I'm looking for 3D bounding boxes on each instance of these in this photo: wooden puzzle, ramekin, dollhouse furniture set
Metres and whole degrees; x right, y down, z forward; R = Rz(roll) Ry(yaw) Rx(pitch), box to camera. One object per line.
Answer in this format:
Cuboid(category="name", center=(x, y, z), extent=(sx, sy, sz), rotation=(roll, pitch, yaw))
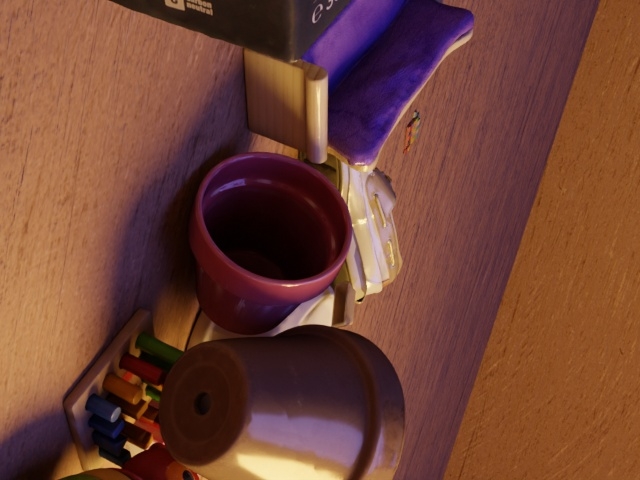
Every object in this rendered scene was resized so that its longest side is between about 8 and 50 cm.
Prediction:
Cuboid(category="wooden puzzle", center=(0.166, -0.196, 2.255), extent=(0.049, 0.006, 0.083), rotation=(-50, 155, -41))
Cuboid(category="ramekin", center=(-0.077, 0.151, 1.803), extent=(0.273, 0.127, 0.273), rotation=(-54, 157, -34))
Cuboid(category="dollhouse furniture set", center=(-0.005, 0.111, 1.743), extent=(0.081, 0.091, 0.114), rotation=(19, 66, -32))

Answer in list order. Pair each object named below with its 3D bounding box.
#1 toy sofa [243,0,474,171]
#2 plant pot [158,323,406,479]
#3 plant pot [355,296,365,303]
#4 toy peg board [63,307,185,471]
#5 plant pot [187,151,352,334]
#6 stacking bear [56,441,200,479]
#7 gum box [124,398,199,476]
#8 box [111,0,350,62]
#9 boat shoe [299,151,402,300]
Cuboid(category="toy sofa", center=(0.064, -0.268, 1.632), extent=(0.362, 0.177, 0.150), rotation=(-53, 157, -34))
Cuboid(category="plant pot", center=(-0.064, 0.215, 1.514), extent=(0.229, 0.263, 0.263), rotation=(21, 92, -49))
Cuboid(category="plant pot", center=(0.040, 0.044, 2.052), extent=(0.109, 0.109, 0.096), rotation=(-62, 174, -14))
Cuboid(category="toy peg board", center=(-0.224, 0.198, 1.531), extent=(0.160, 0.079, 0.161), rotation=(-54, 157, -34))
Cuboid(category="plant pot", center=(-0.077, 0.020, 1.579), extent=(0.201, 0.201, 0.180), rotation=(-52, 171, -38))
Cuboid(category="stacking bear", center=(-0.247, 0.329, 1.439), extent=(0.164, 0.175, 0.289), rotation=(-40, 171, 38))
Cuboid(category="gum box", center=(-0.214, 0.300, 1.699), extent=(0.107, 0.062, 0.188), rotation=(-44, 151, -49))
Cuboid(category="box", center=(-0.027, -0.486, 0.960), extent=(0.480, 0.297, 0.471), rotation=(-53, 155, -36))
Cuboid(category="boat shoe", center=(0.047, -0.065, 1.806), extent=(0.103, 0.113, 0.302), rotation=(-20, 116, -28))
